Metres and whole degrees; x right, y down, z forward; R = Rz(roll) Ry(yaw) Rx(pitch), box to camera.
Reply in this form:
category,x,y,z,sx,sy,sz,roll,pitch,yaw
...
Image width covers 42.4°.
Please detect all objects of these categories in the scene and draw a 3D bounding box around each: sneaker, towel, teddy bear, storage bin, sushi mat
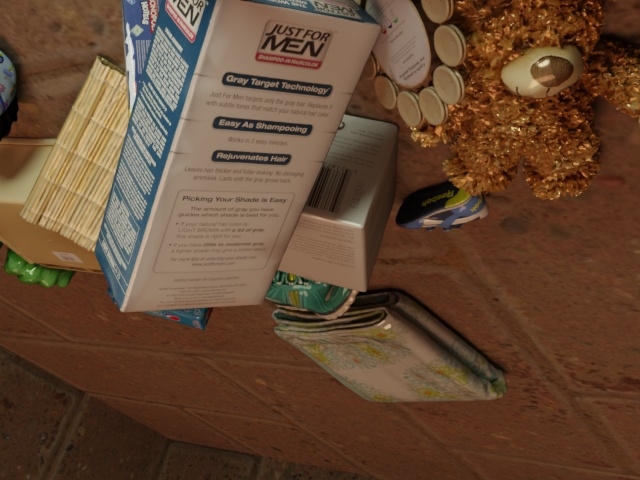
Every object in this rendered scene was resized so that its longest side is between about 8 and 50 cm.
category,x,y,z,sx,sy,sz,roll,pitch,yaw
sneaker,-0.032,0.066,1.335,0.110,0.107,0.275,24,160,-33
towel,0.127,0.219,1.584,0.321,0.090,0.374,-8,144,45
sneaker,0.159,-0.037,1.088,0.059,0.053,0.144,32,153,-30
teddy bear,0.205,-0.127,0.807,0.245,0.113,0.338,17,155,-1
storage bin,-0.435,-0.048,1.401,0.262,0.123,0.260,4,151,27
sushi mat,-0.304,-0.101,1.160,0.151,0.019,0.316,26,127,-18

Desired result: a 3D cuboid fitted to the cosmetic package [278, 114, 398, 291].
category,x,y,z,sx,sy,sz,roll,pitch,yaw
cosmetic package,0.007,-0.052,1.047,0.151,0.151,0.183,15,154,10

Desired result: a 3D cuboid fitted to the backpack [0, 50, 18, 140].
category,x,y,z,sx,sy,sz,roll,pitch,yaw
backpack,-0.499,-0.211,1.125,0.158,0.116,0.173,23,152,-10

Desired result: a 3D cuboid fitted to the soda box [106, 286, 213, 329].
category,x,y,z,sx,sy,sz,roll,pitch,yaw
soda box,-0.330,0.118,1.719,0.210,0.071,0.067,15,155,8

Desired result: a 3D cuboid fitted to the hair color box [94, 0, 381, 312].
category,x,y,z,sx,sy,sz,roll,pitch,yaw
hair color box,-0.095,-0.092,0.822,0.174,0.105,0.347,0,129,-36

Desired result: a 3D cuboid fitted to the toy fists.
category,x,y,z,sx,sy,sz,roll,pitch,yaw
toy fists,-0.585,-0.009,1.559,0.279,0.142,0.096,35,150,-30

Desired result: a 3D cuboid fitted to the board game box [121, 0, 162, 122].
category,x,y,z,sx,sy,sz,roll,pitch,yaw
board game box,-0.195,-0.163,0.963,0.060,0.194,0.194,-4,172,-11

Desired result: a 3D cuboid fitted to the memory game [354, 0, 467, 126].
category,x,y,z,sx,sy,sz,roll,pitch,yaw
memory game,0.073,-0.190,0.759,0.186,0.012,0.186,48,153,34
